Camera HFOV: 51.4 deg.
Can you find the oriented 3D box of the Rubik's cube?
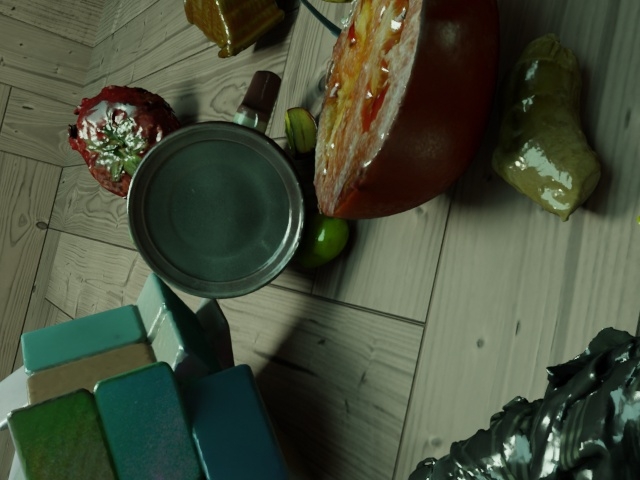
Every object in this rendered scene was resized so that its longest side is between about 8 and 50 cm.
[{"bbox_3d":[-0.230,0.266,0.868,0.368,0.387,0.358,-62,37,15],"label":"Rubik's cube"}]

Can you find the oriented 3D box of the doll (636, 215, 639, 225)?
[{"bbox_3d":[0.306,-0.043,0.469,0.162,0.062,0.106,-48,46,34],"label":"doll"}]

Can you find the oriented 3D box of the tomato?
[{"bbox_3d":[0.105,-0.176,0.727,0.338,0.144,0.338,-169,90,-76],"label":"tomato"}]

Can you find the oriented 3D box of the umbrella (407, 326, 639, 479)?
[{"bbox_3d":[0.185,0.185,0.518,0.336,0.128,0.154,-54,22,39],"label":"umbrella"}]

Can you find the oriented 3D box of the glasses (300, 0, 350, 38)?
[{"bbox_3d":[0.057,-0.322,0.836,0.190,0.221,0.088,-29,76,32],"label":"glasses"}]

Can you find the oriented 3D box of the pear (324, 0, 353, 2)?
[{"bbox_3d":[0.021,-0.435,0.965,0.178,0.178,0.177,-28,55,49],"label":"pear"}]

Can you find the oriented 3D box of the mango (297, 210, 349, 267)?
[{"bbox_3d":[0.000,0.000,0.923,0.108,0.056,0.073,-48,35,43],"label":"mango"}]

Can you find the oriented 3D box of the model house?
[{"bbox_3d":[-0.140,-0.466,1.246,0.229,0.199,0.219,53,166,23],"label":"model house"}]

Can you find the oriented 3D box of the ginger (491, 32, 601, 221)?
[{"bbox_3d":[0.212,-0.103,0.629,0.095,0.069,0.190,-26,57,56],"label":"ginger"}]

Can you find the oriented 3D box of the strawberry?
[{"bbox_3d":[-0.441,-0.237,1.562,0.274,0.274,0.220,-58,-1,25],"label":"strawberry"}]

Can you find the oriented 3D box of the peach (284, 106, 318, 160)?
[{"bbox_3d":[-0.027,-0.166,1.034,0.083,0.050,0.077,-108,16,-58],"label":"peach"}]

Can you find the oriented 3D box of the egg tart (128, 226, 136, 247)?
[{"bbox_3d":[-0.369,-0.044,1.487,0.197,0.078,0.197,-23,61,50],"label":"egg tart"}]

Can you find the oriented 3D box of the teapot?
[{"bbox_3d":[-0.129,-0.101,0.993,0.312,0.233,0.314,-111,42,-78],"label":"teapot"}]
